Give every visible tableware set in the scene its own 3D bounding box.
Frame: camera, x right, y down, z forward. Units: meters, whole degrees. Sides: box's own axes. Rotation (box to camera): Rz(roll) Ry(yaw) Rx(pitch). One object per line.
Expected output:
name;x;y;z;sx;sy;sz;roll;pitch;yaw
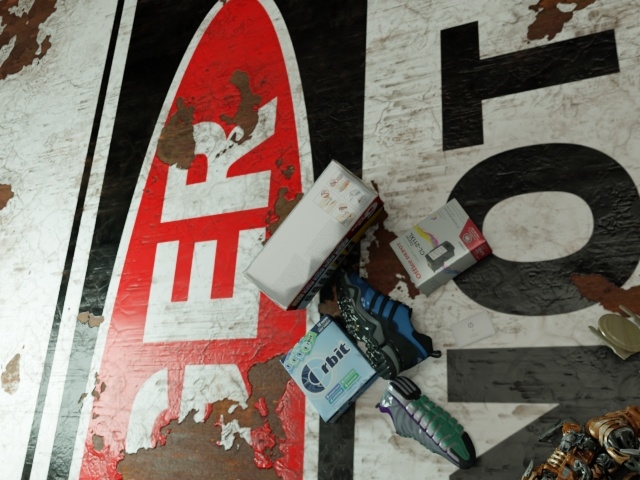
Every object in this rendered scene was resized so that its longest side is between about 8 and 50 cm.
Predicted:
tableware set;0.570;0.207;1.051;0.194;0.128;0.039;46;138;31

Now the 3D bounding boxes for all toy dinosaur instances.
toy dinosaur;0.496;0.365;0.994;0.322;0.164;0.218;-48;42;12

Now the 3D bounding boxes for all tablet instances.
tablet;0.315;0.184;1.236;0.083;0.006;0.054;-26;61;16

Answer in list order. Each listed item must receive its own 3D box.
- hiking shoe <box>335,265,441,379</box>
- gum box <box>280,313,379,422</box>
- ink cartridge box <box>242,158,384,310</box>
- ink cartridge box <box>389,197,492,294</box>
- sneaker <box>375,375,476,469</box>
hiking shoe;0.130;0.166;1.300;0.132;0.113;0.304;-16;48;-16
gum box;0.020;0.283;1.332;0.157;0.041;0.184;-47;58;5
ink cartridge box;0.000;0.000;1.352;0.130;0.272;0.309;39;92;11
ink cartridge box;0.258;0.016;1.290;0.175;0.072;0.127;-36;59;11
sneaker;0.208;0.378;1.193;0.223;0.083;0.098;45;124;30
